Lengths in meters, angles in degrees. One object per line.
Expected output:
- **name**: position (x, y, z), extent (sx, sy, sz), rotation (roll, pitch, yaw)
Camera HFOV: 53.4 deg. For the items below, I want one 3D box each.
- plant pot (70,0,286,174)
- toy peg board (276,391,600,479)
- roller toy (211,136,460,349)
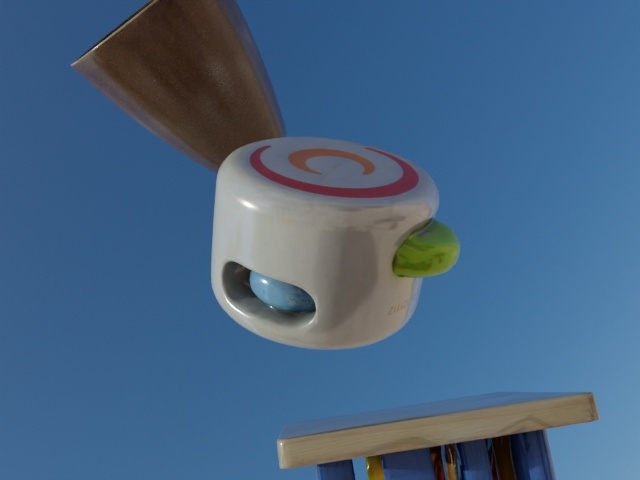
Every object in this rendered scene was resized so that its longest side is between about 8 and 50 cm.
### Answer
- **plant pot**: position (-0.154, -0.198, 0.818), extent (0.215, 0.215, 0.230), rotation (-41, -64, -5)
- **toy peg board**: position (0.061, 0.141, 0.379), extent (0.161, 0.079, 0.160), rotation (-8, -13, -4)
- **roller toy**: position (0.000, 0.000, 0.569), extent (0.191, 0.209, 0.146), rotation (0, -64, -16)
